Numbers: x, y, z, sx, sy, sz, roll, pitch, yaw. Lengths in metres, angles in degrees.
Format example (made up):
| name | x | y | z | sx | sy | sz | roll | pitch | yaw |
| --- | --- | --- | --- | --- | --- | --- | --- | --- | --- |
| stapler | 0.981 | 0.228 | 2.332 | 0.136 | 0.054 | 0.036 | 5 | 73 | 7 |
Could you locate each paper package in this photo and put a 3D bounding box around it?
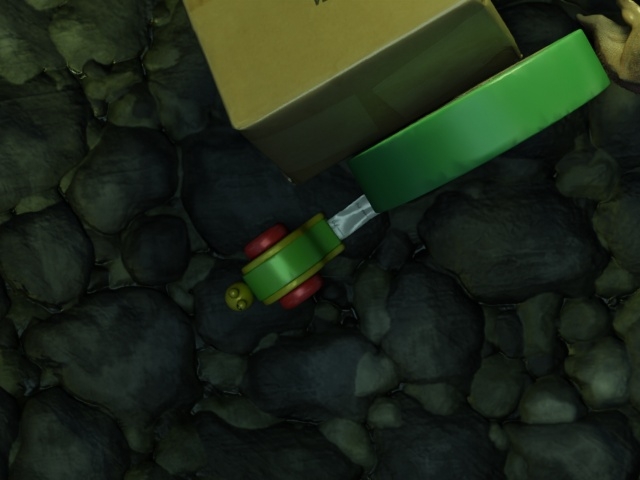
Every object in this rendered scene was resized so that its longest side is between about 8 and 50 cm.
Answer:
| name | x | y | z | sx | sy | sz | roll | pitch | yaw |
| --- | --- | --- | --- | --- | --- | --- | --- | --- | --- |
| paper package | 0.022 | -0.280 | 1.263 | 0.325 | 0.168 | 0.309 | -29 | 60 | 13 |

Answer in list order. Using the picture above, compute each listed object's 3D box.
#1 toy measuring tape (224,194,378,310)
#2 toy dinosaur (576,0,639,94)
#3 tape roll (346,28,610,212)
| name | x | y | z | sx | sy | sz | roll | pitch | yaw |
| --- | --- | --- | --- | --- | --- | --- | --- | --- | --- |
| toy measuring tape | 0.000 | 0.000 | 1.412 | 0.330 | 0.121 | 0.121 | -35 | 93 | 12 |
| toy dinosaur | 0.438 | -0.214 | 1.274 | 0.296 | 0.127 | 0.200 | 15 | 101 | 26 |
| tape roll | 0.188 | -0.143 | 1.255 | 0.321 | 0.321 | 0.077 | -29 | 93 | 12 |
